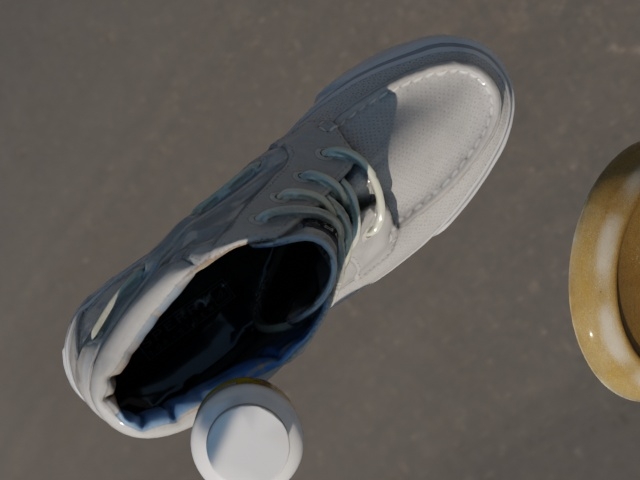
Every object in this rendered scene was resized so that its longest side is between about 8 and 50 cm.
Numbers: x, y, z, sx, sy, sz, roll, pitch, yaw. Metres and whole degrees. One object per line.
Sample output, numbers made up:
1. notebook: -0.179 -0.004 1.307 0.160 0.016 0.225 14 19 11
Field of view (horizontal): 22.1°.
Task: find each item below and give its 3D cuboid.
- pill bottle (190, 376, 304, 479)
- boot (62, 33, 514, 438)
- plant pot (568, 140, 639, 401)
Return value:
1. pill bottle: -0.028 0.076 0.634 0.043 0.043 0.083 59 176 0
2. boot: 0.000 0.000 0.740 0.095 0.258 0.123 51 173 -13
3. plant pot: 0.308 0.027 1.440 0.032 0.236 0.236 7 122 51
